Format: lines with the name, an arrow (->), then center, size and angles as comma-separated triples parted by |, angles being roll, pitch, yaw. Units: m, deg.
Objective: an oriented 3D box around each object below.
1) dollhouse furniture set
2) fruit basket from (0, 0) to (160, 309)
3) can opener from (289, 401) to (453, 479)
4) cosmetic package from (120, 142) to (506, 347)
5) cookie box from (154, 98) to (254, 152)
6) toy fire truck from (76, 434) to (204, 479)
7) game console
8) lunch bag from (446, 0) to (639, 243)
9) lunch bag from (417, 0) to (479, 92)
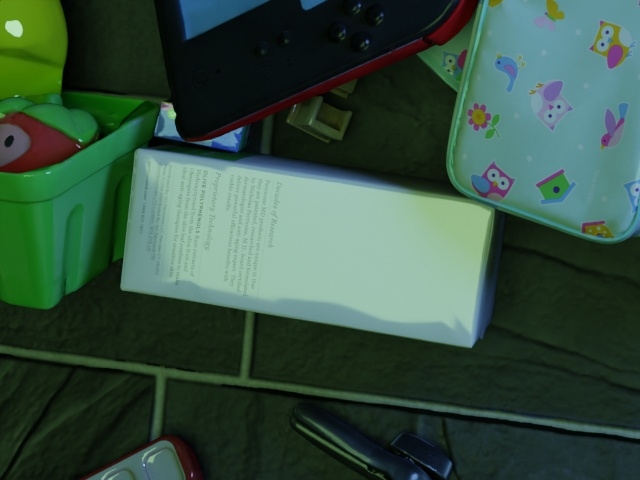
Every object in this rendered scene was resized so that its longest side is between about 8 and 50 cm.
dollhouse furniture set -> -0.026, -0.219, 1.823 | 0.161, 0.101, 0.182 | 26, 83, -27
fruit basket -> -0.365, -0.146, 1.776 | 0.392, 0.283, 0.392 | 10, 115, 23
can opener -> 0.048, 0.232, 1.857 | 0.186, 0.073, 0.059 | 24, 138, 11
cosmetic package -> 0.000, 0.000, 1.766 | 0.365, 0.197, 0.155 | 8, 96, 8
cookie box -> -0.120, -0.123, 1.815 | 0.091, 0.107, 0.040 | 12, 98, 2
toy fire truck -> -0.238, 0.382, 1.882 | 0.302, 0.169, 0.254 | -28, 66, 11
game console -> -0.028, -0.320, 1.713 | 0.342, 0.060, 0.387 | -20, 65, 19
lunch bag -> 0.238, -0.152, 1.580 | 0.224, 0.108, 0.279 | 20, 102, 28
lunch bag -> 0.174, -0.268, 1.725 | 0.223, 0.160, 0.262 | -44, 81, 16
